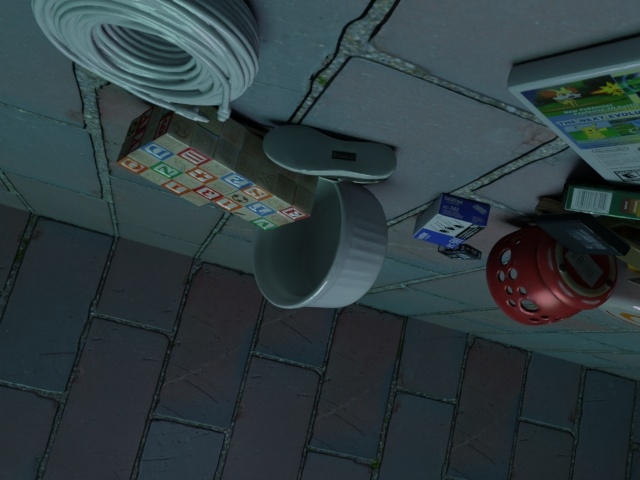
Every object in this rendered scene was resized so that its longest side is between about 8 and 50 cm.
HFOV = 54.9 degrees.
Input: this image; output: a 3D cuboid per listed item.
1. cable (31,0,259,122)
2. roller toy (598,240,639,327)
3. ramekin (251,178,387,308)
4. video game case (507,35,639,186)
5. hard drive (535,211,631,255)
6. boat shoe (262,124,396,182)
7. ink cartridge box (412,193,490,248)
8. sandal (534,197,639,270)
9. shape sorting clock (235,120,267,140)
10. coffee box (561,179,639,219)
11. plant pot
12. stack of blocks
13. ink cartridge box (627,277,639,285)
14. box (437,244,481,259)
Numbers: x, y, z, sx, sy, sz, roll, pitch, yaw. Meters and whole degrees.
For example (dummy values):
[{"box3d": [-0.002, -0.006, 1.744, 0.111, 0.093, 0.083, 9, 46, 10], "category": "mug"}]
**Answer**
[{"box3d": [-0.194, -0.246, 0.719, 0.257, 0.089, 0.257, 19, 165, -21], "category": "cable"}, {"box3d": [0.628, 0.085, 1.160, 0.210, 0.146, 0.191, 23, 173, -9], "category": "roller toy"}, {"box3d": [0.000, 0.000, 1.184, 0.135, 0.277, 0.277, 14, 170, -39], "category": "ramekin"}, {"box3d": [0.424, -0.138, 0.667, 0.300, 0.036, 0.329, 24, 164, -40], "category": "video game case"}, {"box3d": [0.418, -0.010, 0.992, 0.094, 0.022, 0.135, 36, 175, -8], "category": "hard drive"}, {"box3d": [0.013, -0.132, 1.017, 0.220, 0.077, 0.070, 12, 166, -1], "category": "boat shoe"}, {"box3d": [0.259, -0.035, 1.247, 0.097, 0.046, 0.207, 15, 167, -2], "category": "ink cartridge box"}, {"box3d": [0.480, -0.029, 1.009, 0.240, 0.079, 0.088, 33, 174, 29], "category": "sandal"}, {"box3d": [-0.163, -0.169, 1.121, 0.206, 0.040, 0.206, 13, 168, 3], "category": "shape sorting clock"}, {"box3d": [0.450, -0.054, 0.891, 0.184, 0.040, 0.113, 9, -168, 17], "category": "coffee box"}, {"box3d": [0.438, 0.054, 1.152, 0.191, 0.191, 0.174, 17, 158, -17], "category": "plant pot"}, {"box3d": [-0.171, -0.122, 1.064, 0.297, 0.087, 0.171, 29, 151, -35], "category": "stack of blocks"}, {"box3d": [0.672, 0.083, 0.927, 0.297, 0.066, 0.261, -8, -178, 1], "category": "ink cartridge box"}, {"box3d": [0.338, 0.028, 1.499, 0.067, 0.018, 0.083, 25, 163, -40], "category": "box"}]
